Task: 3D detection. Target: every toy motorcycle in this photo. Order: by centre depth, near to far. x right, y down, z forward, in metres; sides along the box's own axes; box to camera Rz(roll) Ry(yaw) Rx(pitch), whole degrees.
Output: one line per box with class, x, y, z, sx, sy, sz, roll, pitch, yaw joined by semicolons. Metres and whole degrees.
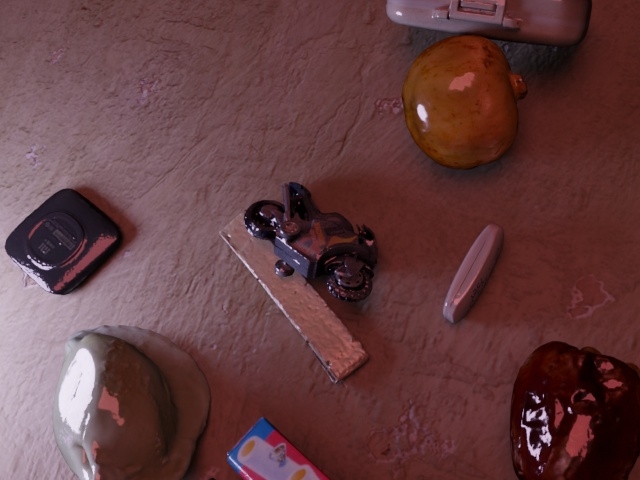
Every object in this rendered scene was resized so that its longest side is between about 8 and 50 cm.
toy motorcycle;0.000;0.000;1.582;0.173;0.108;0.307;-31;57;-34

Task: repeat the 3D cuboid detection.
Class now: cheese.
cheese;-0.056;0.095;1.601;0.085;0.034;0.400;-37;65;-5

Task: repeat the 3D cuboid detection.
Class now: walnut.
walnut;0.410;0.300;1.332;0.221;0.244;0.269;3;70;56

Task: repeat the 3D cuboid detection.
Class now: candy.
candy;-0.003;0.419;1.329;0.100;0.157;0.306;-48;43;-13

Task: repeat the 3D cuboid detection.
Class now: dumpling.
dumpling;-0.349;0.292;1.485;0.270;0.212;0.321;-4;77;7

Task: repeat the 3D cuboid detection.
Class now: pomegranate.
pomegranate;0.268;-0.256;1.571;0.248;0.248;0.248;-5;66;10

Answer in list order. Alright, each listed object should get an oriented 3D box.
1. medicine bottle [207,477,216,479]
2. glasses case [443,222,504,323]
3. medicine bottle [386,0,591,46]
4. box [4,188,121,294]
medicine bottle;-0.121;0.479;1.432;0.208;0.053;0.090;30;94;28
glasses case;0.276;0.058;1.520;0.049;0.076;0.197;25;74;23
medicine bottle;0.327;-0.452;1.634;0.375;0.282;0.123;14;110;17
box;-0.533;-0.002;1.742;0.212;0.042;0.201;39;82;24
